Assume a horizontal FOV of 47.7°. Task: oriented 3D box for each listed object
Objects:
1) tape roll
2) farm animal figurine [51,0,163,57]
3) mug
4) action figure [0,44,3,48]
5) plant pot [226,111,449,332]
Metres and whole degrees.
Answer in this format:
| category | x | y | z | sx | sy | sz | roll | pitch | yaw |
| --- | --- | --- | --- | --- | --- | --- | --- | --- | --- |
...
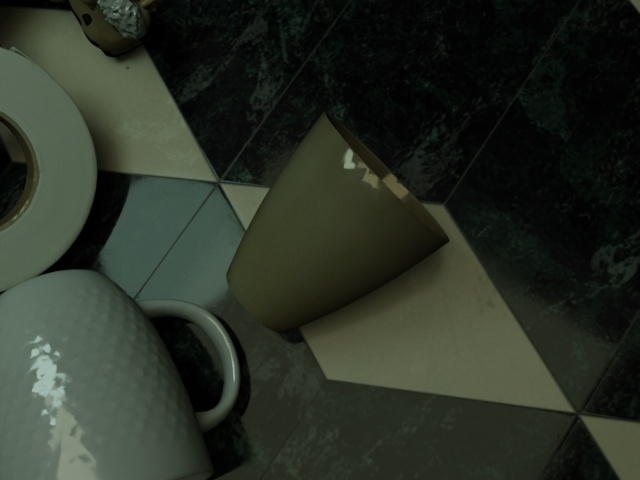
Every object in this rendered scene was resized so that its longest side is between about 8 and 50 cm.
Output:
| category | x | y | z | sx | sy | sz | roll | pitch | yaw |
| --- | --- | --- | --- | --- | --- | --- | --- | --- | --- |
| tape roll | -0.540 | -0.108 | 1.095 | 0.392 | 0.072 | 0.392 | -4 | 98 | -31 |
| farm animal figurine | -0.413 | -0.454 | 1.217 | 0.172 | 0.330 | 0.326 | -37 | 103 | -6 |
| mug | -0.293 | 0.211 | 1.031 | 0.374 | 0.276 | 0.328 | -14 | 69 | -29 |
| action figure | -0.551 | -0.317 | 1.186 | 0.063 | 0.232 | 0.137 | -25 | 76 | -1 |
| plant pot | 0.000 | 0.000 | 1.058 | 0.274 | 0.256 | 0.256 | -44 | 75 | 11 |
